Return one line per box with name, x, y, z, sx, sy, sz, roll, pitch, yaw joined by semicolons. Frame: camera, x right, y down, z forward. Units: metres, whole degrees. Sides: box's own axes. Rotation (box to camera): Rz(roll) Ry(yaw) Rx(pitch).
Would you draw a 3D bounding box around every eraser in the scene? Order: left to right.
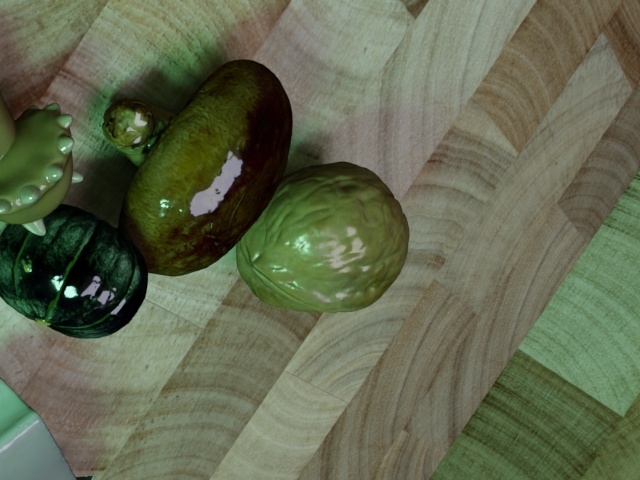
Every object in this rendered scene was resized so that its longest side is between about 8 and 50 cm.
eraser;-0.530;0.397;1.889;0.359;0.122;0.272;-40;151;-21

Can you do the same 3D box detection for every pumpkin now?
pumpkin;-0.347;0.046;1.847;0.161;0.221;0.220;-62;152;-16

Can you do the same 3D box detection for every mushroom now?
mushroom;-0.171;-0.098;1.979;0.345;0.239;0.345;-29;162;-10

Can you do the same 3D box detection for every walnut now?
walnut;-0.001;-0.002;2.259;0.313;0.277;0.251;-15;100;-42

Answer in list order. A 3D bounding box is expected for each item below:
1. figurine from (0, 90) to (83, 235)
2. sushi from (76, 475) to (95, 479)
figurine;-0.389;-0.116;1.643;0.247;0.173;0.177;94;22;-44
sushi;-0.569;0.510;2.122;0.343;0.064;0.359;7;116;-53
